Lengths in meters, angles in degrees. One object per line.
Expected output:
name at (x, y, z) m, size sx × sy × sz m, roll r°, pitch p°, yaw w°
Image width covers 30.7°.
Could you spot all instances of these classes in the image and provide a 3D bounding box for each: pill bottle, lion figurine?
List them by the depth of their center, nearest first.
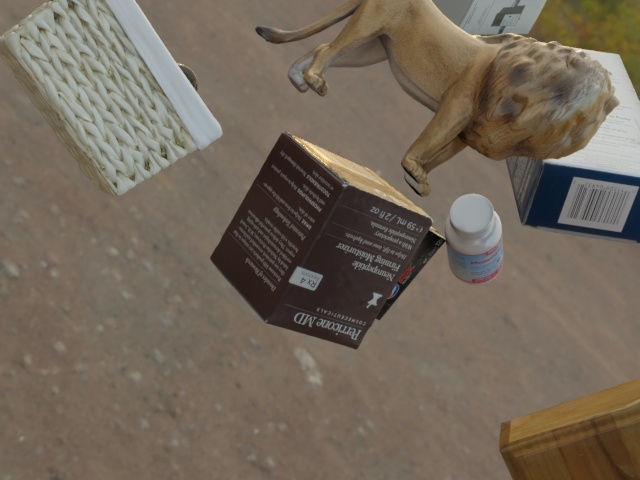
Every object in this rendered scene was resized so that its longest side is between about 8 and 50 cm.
lion figurine at (0.128, -0.203, 1.338) m, size 0.392 × 0.240 × 0.142 m, roll 43°, pitch -2°, yaw 19°
pill bottle at (0.234, -0.003, 1.779) m, size 0.087 × 0.087 × 0.160 m, roll 61°, pitch -5°, yaw 29°

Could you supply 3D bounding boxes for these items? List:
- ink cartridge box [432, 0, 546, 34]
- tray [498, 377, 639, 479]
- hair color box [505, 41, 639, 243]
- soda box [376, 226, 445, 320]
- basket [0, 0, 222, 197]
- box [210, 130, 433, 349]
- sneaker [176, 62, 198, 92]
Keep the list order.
ink cartridge box at (0.274, -0.437, 2.043) m, size 0.208 × 0.087 × 0.153 m, roll -10°, pitch 50°, yaw -43°
tray at (0.378, 0.369, 1.339) m, size 0.411 × 0.202 × 0.076 m, roll 65°, pitch 18°, yaw -12°
hair color box at (0.344, -0.144, 1.583) m, size 0.173 × 0.105 × 0.347 m, roll 9°, pitch 36°, yaw -6°
soda box at (0.115, 0.041, 1.814) m, size 0.053 × 0.169 × 0.060 m, roll 45°, pitch 11°, yaw 37°
basket at (-0.177, -0.126, 0.949) m, size 0.167 × 0.103 × 0.113 m, roll 56°, pitch -13°, yaw -19°
box at (0.000, 0.000, 1.502) m, size 0.168 × 0.203 × 0.167 m, roll 20°, pitch 15°, yaw -40°
sneaker at (-0.300, -0.238, 1.510) m, size 0.178 × 0.124 × 0.295 m, roll 20°, pitch -1°, yaw 23°
